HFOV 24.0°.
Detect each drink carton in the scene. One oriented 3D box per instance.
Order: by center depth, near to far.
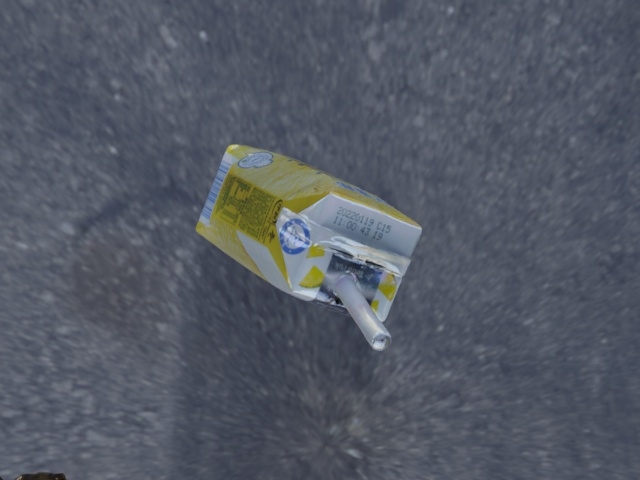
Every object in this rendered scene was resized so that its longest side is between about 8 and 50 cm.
[{"bbox_3d":[0.000,0.000,0.858,0.084,0.200,0.074,22,92,-30],"label":"drink carton"}]

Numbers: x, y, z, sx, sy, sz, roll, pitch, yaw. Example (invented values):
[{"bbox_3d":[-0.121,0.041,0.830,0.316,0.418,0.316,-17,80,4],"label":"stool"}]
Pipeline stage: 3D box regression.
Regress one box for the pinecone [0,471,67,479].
[{"bbox_3d":[-0.173,0.216,0.661,0.257,0.243,0.243,44,84,12],"label":"pinecone"}]
